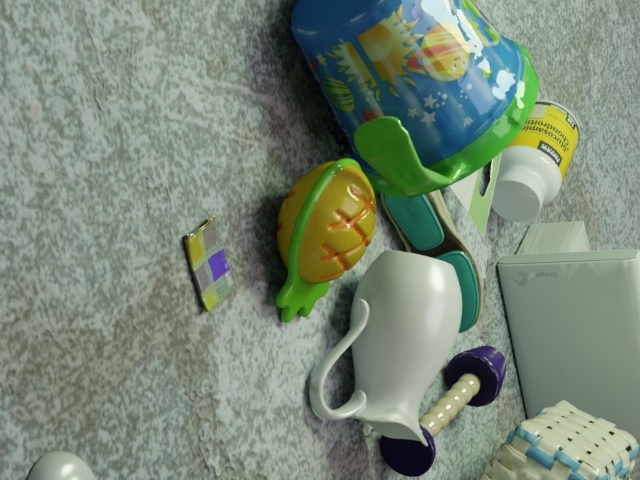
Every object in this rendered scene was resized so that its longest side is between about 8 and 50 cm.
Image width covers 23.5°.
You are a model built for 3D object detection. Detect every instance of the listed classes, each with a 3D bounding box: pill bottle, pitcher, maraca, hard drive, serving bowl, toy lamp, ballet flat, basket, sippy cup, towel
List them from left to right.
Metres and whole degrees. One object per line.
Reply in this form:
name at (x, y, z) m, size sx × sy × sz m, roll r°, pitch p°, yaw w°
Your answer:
serving bowl at (-0.211, 0.217, 1.283) m, size 0.083 × 0.027 × 0.083 m, roll 14°, pitch 74°, yaw -60°
towel at (-0.109, 0.022, 1.510) m, size 0.060 × 0.009 × 0.083 m, roll -39°, pitch 121°, yaw -57°
maraca at (0.000, 0.000, 1.629) m, size 0.127 × 0.099 × 0.186 m, roll -8°, pitch 120°, yaw -59°
pitcher at (0.072, 0.114, 1.736) m, size 0.178 × 0.125 × 0.207 m, roll 20°, pitch 80°, yaw -43°
sippy cup at (0.089, -0.205, 1.698) m, size 0.240 × 0.305 × 0.224 m, roll -41°, pitch 123°, yaw -3°
ballet flat at (0.142, 0.001, 1.911) m, size 0.086 × 0.086 × 0.248 m, roll -59°, pitch 136°, yaw -46°
toy lamp at (0.162, 0.202, 1.922) m, size 0.274 × 0.080 × 0.080 m, roll -33°, pitch 116°, yaw -58°
pill bottle at (0.299, -0.110, 2.174) m, size 0.184 × 0.103 × 0.103 m, roll -61°, pitch 138°, yaw -45°
basket at (0.289, 0.374, 2.037) m, size 0.255 × 0.201 × 0.289 m, roll -17°, pitch 136°, yaw -60°
hard drive at (0.377, 0.165, 2.185) m, size 0.040 × 0.203 × 0.307 m, roll -42°, pitch 124°, yaw -55°

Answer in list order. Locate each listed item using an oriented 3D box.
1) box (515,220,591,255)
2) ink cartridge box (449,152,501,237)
box at (0.347, 0.039, 2.265) m, size 0.102 × 0.087 × 0.101 m, roll -56°, pitch 134°, yaw -48°
ink cartridge box at (0.163, -0.135, 1.979) m, size 0.235 × 0.056 × 0.171 m, roll 55°, pitch 42°, yaw -47°
